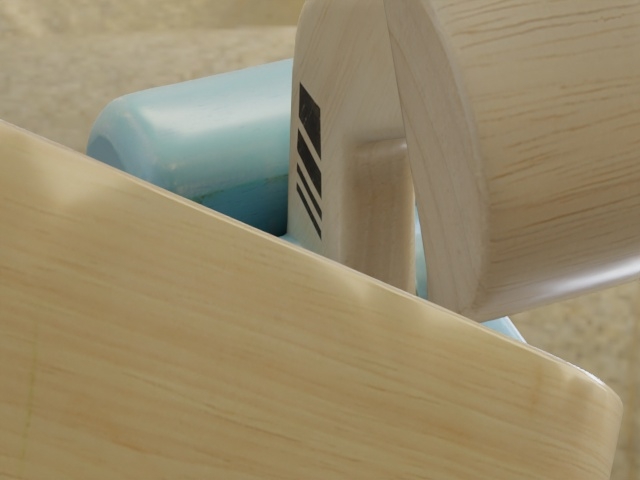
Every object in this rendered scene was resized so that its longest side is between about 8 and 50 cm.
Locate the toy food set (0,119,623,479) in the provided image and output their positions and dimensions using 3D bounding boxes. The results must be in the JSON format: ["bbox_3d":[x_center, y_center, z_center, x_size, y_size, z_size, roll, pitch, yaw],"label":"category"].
[{"bbox_3d":[-0.080,0.096,0.374,0.306,0.092,0.220,23,-108,-26],"label":"toy food set"}]

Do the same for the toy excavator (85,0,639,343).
[{"bbox_3d":[0.000,0.000,0.835,0.222,0.433,0.445,-15,-51,-16],"label":"toy excavator"}]
